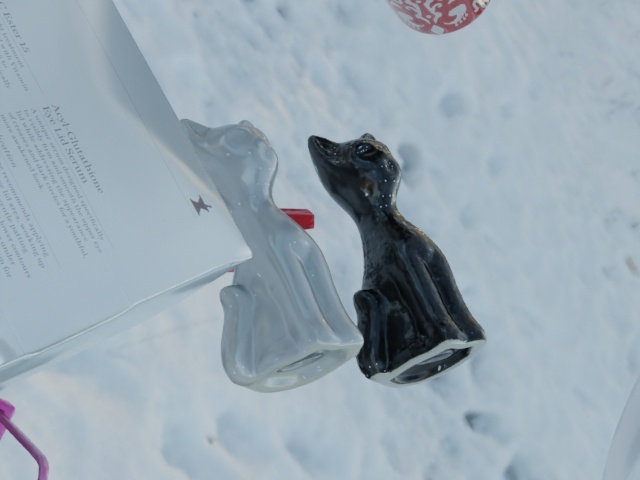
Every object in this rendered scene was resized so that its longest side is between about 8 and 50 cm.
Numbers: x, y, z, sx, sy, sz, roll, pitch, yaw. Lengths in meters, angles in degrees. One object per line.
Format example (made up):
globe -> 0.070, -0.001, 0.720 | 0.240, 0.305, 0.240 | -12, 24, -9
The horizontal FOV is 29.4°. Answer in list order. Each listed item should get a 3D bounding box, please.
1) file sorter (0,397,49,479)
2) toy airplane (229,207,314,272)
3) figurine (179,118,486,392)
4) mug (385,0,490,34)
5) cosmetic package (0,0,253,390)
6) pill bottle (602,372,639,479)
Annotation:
file sorter -> -0.379, 0.177, 0.901 | 0.291, 0.202, 0.182 | 30, -8, -28
toy airplane -> -0.073, -0.001, 0.935 | 0.151, 0.151, 0.028 | 24, 65, -46
figurine -> 0.000, 0.000, 0.900 | 0.215, 0.092, 0.209 | 4, 59, -44
mug -> 0.084, -0.253, 0.949 | 0.113, 0.150, 0.169 | 26, -8, 27
cosmetic package -> -0.221, -0.104, 0.549 | 0.284, 0.097, 0.377 | -25, 86, -56
pill bottle -> 0.280, 0.128, 0.568 | 0.272, 0.152, 0.152 | 25, 28, 7
